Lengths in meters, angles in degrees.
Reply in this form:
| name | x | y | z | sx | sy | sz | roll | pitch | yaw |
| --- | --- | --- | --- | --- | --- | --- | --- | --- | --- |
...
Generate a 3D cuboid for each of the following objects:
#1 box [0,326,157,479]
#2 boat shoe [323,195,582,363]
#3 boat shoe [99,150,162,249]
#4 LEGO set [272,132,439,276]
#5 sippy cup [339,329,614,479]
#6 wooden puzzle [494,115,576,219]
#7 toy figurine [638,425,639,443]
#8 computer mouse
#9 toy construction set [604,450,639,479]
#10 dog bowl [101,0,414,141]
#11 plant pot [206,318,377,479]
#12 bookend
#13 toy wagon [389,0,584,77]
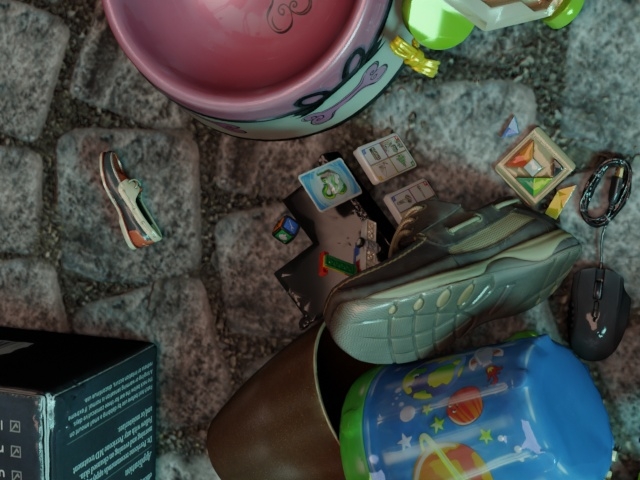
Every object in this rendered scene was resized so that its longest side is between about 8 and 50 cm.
| name | x | y | z | sx | sy | sz | roll | pitch | yaw |
| --- | --- | --- | --- | --- | --- | --- | --- | --- | --- |
| box | -0.486 | 0.366 | 1.309 | 0.479 | 0.297 | 0.472 | 4 | 97 | 16 |
| boat shoe | 0.130 | 0.032 | 1.095 | 0.130 | 0.355 | 0.132 | 51 | 132 | 28 |
| boat shoe | -0.250 | -0.056 | 1.318 | 0.043 | 0.049 | 0.137 | -19 | 94 | 14 |
| LEGO set | 0.050 | -0.008 | 1.154 | 0.060 | 0.244 | 0.182 | -38 | 82 | 46 |
| sippy cup | 0.178 | 0.211 | 1.074 | 0.224 | 0.240 | 0.306 | -28 | 47 | 35 |
| wooden puzzle | 0.254 | -0.086 | 1.188 | 0.116 | 0.014 | 0.079 | 41 | 105 | 8 |
| toy figurine | 0.427 | 0.210 | 1.049 | 0.217 | 0.362 | 0.191 | -33 | 95 | 43 |
| computer mouse | 0.328 | 0.024 | 1.167 | 0.071 | 0.041 | 0.242 | 5 | 98 | 16 |
| toy construction set | 0.323 | 0.381 | 1.170 | 0.215 | 0.151 | 0.328 | 5 | 91 | 40 |
| dog bowl | -0.081 | -0.320 | 1.184 | 0.407 | 0.150 | 0.408 | 2 | 97 | 15 |
| plant pot | -0.021 | 0.225 | 1.223 | 0.230 | 0.215 | 0.215 | -28 | 89 | 32 |
| bookend | 0.000 | 0.000 | 1.240 | 0.157 | 0.072 | 0.156 | -38 | 87 | 17 |
| toy wagon | 0.187 | -0.339 | 1.087 | 0.267 | 0.068 | 0.344 | 29 | 108 | -25 |
